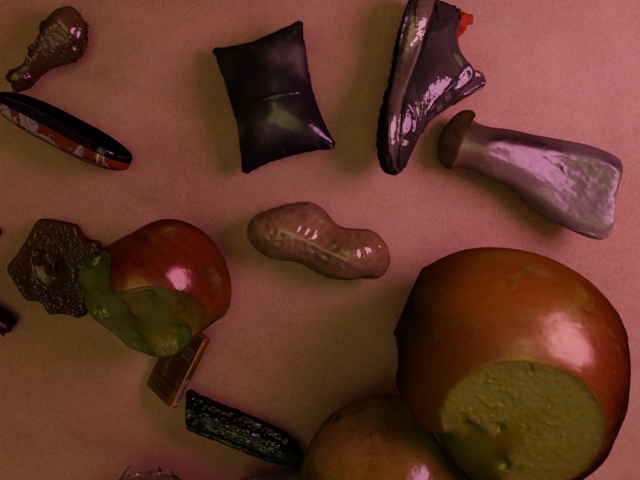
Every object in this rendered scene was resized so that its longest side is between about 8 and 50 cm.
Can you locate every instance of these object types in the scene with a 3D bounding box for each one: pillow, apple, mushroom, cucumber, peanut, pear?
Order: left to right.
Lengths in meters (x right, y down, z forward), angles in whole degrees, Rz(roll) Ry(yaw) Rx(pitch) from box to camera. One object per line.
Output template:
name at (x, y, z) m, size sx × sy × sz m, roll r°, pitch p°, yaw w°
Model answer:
apple at (-0.284, 0.088, 0.901) m, size 0.246 × 0.246 × 0.226 m, roll -31°, pitch 94°, yaw 4°
cucumber at (-0.152, 0.376, 0.996) m, size 0.266 × 0.077 × 0.077 m, roll 20°, pitch 94°, yaw 2°
pillow at (-0.091, -0.266, 0.939) m, size 0.186 × 0.106 × 0.249 m, roll -15°, pitch 90°, yaw 11°
peanut at (0.000, 0.000, 0.952) m, size 0.275 × 0.111 × 0.125 m, roll 18°, pitch 79°, yaw -1°
pear at (0.106, 0.437, 0.876) m, size 0.304 × 0.304 × 0.303 m, roll 0°, pitch 93°, yaw 3°
apple at (0.283, 0.200, 0.821) m, size 0.375 × 0.374 × 0.383 m, roll 19°, pitch 80°, yaw 2°
mushroom at (0.371, -0.128, 0.908) m, size 0.329 × 0.122 × 0.159 m, roll 21°, pitch 57°, yaw 4°

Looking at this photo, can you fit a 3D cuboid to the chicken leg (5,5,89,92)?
chicken leg at (-0.521, -0.357, 0.966) m, size 0.198 × 0.069 × 0.085 m, roll -45°, pitch 135°, yaw 0°

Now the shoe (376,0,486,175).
shoe at (0.205, -0.272, 0.916) m, size 0.171 × 0.132 × 0.336 m, roll 12°, pitch 88°, yaw 0°

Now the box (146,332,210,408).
box at (-0.283, 0.242, 1.001) m, size 0.089 × 0.022 × 0.156 m, roll 27°, pitch 94°, yaw 30°

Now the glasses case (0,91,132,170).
glasses case at (-0.488, -0.208, 0.964) m, size 0.267 × 0.103 × 0.067 m, roll 27°, pitch 95°, yaw 2°

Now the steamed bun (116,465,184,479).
steamed bun at (-0.304, 0.596, 0.937) m, size 0.312 × 0.233 × 0.333 m, roll 28°, pitch 113°, yaw 0°

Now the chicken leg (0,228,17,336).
chicken leg at (-0.724, 0.046, 1.008) m, size 0.178 × 0.083 × 0.322 m, roll -10°, pitch 90°, yaw -11°

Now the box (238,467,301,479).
box at (-0.060, 0.586, 0.987) m, size 0.211 × 0.045 × 0.269 m, roll 0°, pitch 93°, yaw -19°

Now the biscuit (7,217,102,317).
biscuit at (-0.505, 0.066, 1.015) m, size 0.215 × 0.034 × 0.182 m, roll 34°, pitch 95°, yaw -2°
